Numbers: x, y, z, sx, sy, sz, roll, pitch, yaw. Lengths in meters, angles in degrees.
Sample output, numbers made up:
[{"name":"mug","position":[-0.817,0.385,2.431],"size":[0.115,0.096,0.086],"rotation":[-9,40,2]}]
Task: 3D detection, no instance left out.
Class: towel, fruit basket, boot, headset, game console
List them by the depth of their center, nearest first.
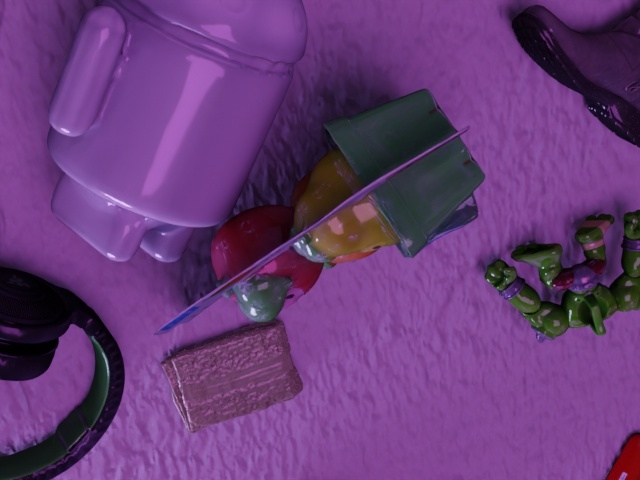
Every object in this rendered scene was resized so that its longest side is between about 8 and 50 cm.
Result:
[{"name":"fruit basket","position":[0.000,0.000,1.577],"size":[0.353,0.327,0.165],"rotation":[-40,89,0]},{"name":"headset","position":[-0.385,0.111,1.627],"size":[0.243,0.185,0.394],"rotation":[-46,133,2]},{"name":"boot","position":[0.331,-0.226,1.713],"size":[0.246,0.083,0.161],"rotation":[36,92,-33]},{"name":"towel","position":[-0.100,0.153,1.770],"size":[0.148,0.027,0.110],"rotation":[-19,117,-7]},{"name":"game console","position":[0.430,0.325,2.020],"size":[0.124,0.085,0.144],"rotation":[28,105,6]}]

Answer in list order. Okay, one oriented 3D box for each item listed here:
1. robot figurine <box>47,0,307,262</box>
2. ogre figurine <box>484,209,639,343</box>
[{"name":"robot figurine","position":[-0.140,-0.153,1.520],"size":[0.300,0.200,0.353],"rotation":[0,119,-58]},{"name":"ogre figurine","position":[0.300,0.047,1.809],"size":[0.197,0.097,0.118],"rotation":[-25,107,-18]}]
